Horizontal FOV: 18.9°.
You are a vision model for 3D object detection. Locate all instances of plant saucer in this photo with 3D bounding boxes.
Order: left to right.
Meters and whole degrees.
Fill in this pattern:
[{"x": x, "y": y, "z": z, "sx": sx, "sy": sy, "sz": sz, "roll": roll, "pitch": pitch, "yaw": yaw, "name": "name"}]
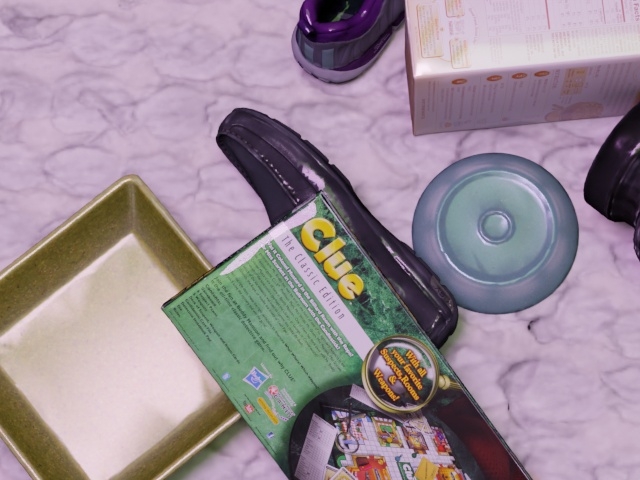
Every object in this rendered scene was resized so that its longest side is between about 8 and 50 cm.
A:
[{"x": -0.145, "y": 0.082, "z": 1.343, "sx": 0.188, "sy": 0.045, "sz": 0.188, "roll": -39, "pitch": 78, "yaw": -7, "name": "plant saucer"}, {"x": 0.124, "y": -0.008, "z": 1.363, "sx": 0.119, "sy": 0.021, "sz": 0.119, "roll": -1, "pitch": 77, "yaw": 2, "name": "plant saucer"}]

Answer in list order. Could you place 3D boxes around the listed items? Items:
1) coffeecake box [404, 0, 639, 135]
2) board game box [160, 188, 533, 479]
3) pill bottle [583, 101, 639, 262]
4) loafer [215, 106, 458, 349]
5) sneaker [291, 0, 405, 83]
[{"x": 0.153, "y": -0.130, "z": 1.327, "sx": 0.186, "sy": 0.142, "sz": 0.068, "roll": -5, "pitch": 77, "yaw": 1, "name": "coffeecake box"}, {"x": 0.023, "y": 0.109, "z": 1.293, "sx": 0.136, "sy": 0.030, "sz": 0.259, "roll": -35, "pitch": 94, "yaw": 5, "name": "board game box"}, {"x": 0.291, "y": -0.004, "z": 1.293, "sx": 0.219, "sy": 0.123, "sz": 0.123, "roll": 37, "pitch": 81, "yaw": 24, "name": "pill bottle"}, {"x": 0.000, "y": 0.000, "z": 1.339, "sx": 0.078, "sy": 0.076, "sz": 0.223, "roll": -41, "pitch": 82, "yaw": -14, "name": "loafer"}, {"x": 0.061, "y": -0.214, "z": 1.374, "sx": 0.083, "sy": 0.098, "sz": 0.223, "roll": 33, "pitch": 81, "yaw": 10, "name": "sneaker"}]
